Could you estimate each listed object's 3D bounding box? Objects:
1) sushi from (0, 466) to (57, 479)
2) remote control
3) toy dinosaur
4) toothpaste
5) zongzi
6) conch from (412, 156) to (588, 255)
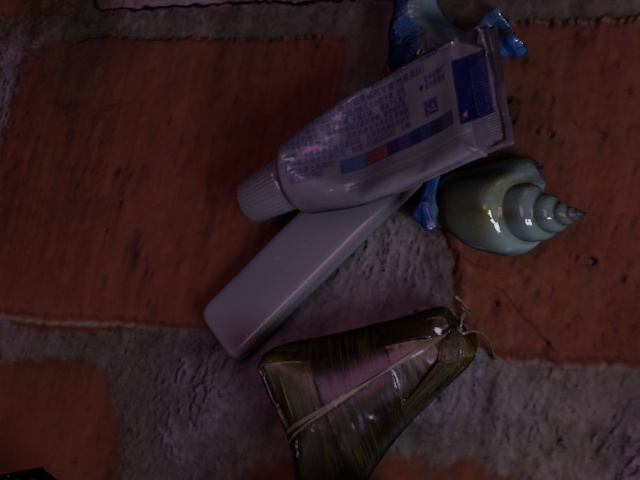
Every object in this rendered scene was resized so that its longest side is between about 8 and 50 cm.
[{"bbox_3d":[-0.229,0.307,1.249,0.150,0.153,0.172,34,100,20],"label":"sushi"},{"bbox_3d":[0.000,0.000,1.309,0.261,0.029,0.067,-45,59,10],"label":"remote control"},{"bbox_3d":[0.113,-0.166,1.276,0.144,0.076,0.329,-29,53,23],"label":"toy dinosaur"},{"bbox_3d":[0.040,-0.082,1.237,0.282,0.068,0.099,-23,91,35],"label":"toothpaste"},{"bbox_3d":[0.059,0.155,1.198,0.187,0.084,0.184,-17,80,18],"label":"zongzi"},{"bbox_3d":[0.150,-0.033,1.212,0.180,0.065,0.088,7,78,46],"label":"conch"}]
